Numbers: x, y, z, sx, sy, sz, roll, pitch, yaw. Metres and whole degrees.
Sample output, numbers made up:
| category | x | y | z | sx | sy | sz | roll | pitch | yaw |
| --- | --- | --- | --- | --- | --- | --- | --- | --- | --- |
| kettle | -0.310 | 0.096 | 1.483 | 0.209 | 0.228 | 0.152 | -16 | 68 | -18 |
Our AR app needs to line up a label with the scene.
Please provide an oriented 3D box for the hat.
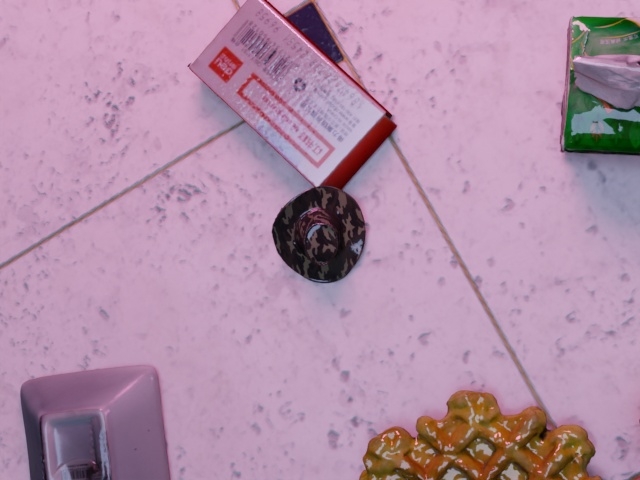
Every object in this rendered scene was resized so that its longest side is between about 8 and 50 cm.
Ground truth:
| category | x | y | z | sx | sy | sz | roll | pitch | yaw |
| --- | --- | --- | --- | --- | --- | --- | --- | --- | --- |
| hat | 0.000 | 0.000 | 1.354 | 0.121 | 0.050 | 0.121 | -1 | 113 | -2 |

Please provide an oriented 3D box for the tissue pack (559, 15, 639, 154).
| category | x | y | z | sx | sy | sz | roll | pitch | yaw |
| --- | --- | --- | --- | --- | --- | --- | --- | --- | --- |
| tissue pack | 0.362 | -0.162 | 1.247 | 0.208 | 0.156 | 0.148 | 5 | 91 | 11 |

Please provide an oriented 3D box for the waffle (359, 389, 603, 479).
| category | x | y | z | sx | sy | sz | roll | pitch | yaw |
| --- | --- | --- | --- | --- | --- | --- | --- | --- | --- |
| waffle | 0.170 | 0.329 | 1.314 | 0.301 | 0.068 | 0.325 | -7 | 85 | 11 |

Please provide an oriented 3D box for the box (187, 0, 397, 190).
| category | x | y | z | sx | sy | sz | roll | pitch | yaw |
| --- | --- | --- | --- | --- | --- | --- | --- | --- | --- |
| box | -0.032 | -0.170 | 1.382 | 0.229 | 0.050 | 0.123 | 43 | 98 | 10 |

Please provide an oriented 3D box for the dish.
| category | x | y | z | sx | sy | sz | roll | pitch | yaw |
| --- | --- | --- | --- | --- | --- | --- | --- | --- | --- |
| dish | -0.276 | 0.278 | 1.402 | 0.181 | 0.080 | 0.243 | -8 | 87 | 11 |
